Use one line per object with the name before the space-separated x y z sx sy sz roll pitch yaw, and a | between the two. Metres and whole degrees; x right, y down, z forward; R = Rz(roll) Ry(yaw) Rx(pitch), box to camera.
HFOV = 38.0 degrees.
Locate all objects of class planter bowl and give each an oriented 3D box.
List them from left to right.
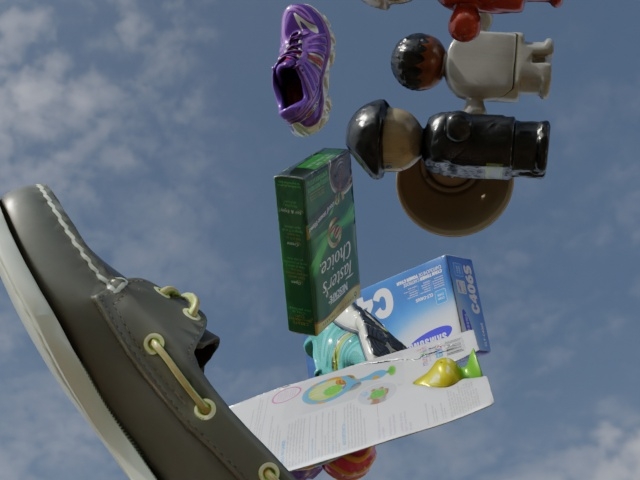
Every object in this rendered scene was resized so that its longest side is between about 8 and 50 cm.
planter bowl | 0.190 -0.097 1.334 0.162 0.109 0.162 1 -71 4

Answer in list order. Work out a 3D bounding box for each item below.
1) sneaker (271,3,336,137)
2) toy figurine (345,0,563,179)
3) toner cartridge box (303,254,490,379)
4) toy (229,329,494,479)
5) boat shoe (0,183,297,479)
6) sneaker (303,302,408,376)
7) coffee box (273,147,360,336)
sneaker | -0.023 -0.204 1.062 0.068 0.169 0.071 -16 -26 25
toy figurine | 0.102 -0.162 0.693 0.148 0.209 0.213 5 -52 12
toner cartridge box | 0.118 0.159 1.602 0.075 0.165 0.348 11 -28 -45
toy | 0.023 0.151 0.742 0.237 0.137 0.056 -23 -74 9
boat shoe | -0.093 0.085 0.534 0.091 0.305 0.109 -32 -14 -16
sneaker | 0.051 0.157 1.194 0.107 0.275 0.110 37 -89 -20
coffee box | 0.000 0.000 1.024 0.040 0.113 0.184 8 -66 28
